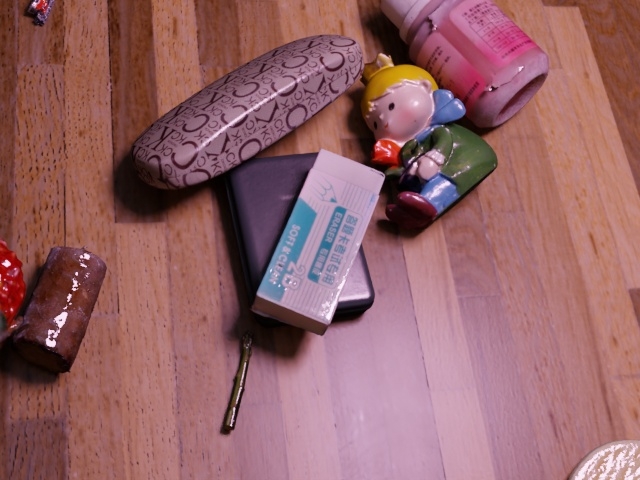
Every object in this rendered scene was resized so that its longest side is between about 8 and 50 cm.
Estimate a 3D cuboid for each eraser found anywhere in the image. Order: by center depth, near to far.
[{"bbox_3d":[0.000,0.000,1.127,0.095,0.052,0.225,22,61,1],"label":"eraser"}]

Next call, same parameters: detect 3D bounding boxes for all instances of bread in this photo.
[{"bbox_3d":[0.349,0.313,1.104,0.112,0.036,0.193,33,65,12],"label":"bread"}]

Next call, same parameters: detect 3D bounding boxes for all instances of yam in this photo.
[{"bbox_3d":[-0.303,0.078,1.069,0.079,0.079,0.141,16,60,-3],"label":"yam"}]

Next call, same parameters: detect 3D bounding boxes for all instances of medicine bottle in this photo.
[{"bbox_3d":[0.203,-0.288,1.324,0.147,0.147,0.247,-34,74,-25],"label":"medicine bottle"}]

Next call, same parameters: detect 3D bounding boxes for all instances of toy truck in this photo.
[{"bbox_3d":[-0.392,-0.343,1.299,0.032,0.024,0.083,30,53,-29],"label":"toy truck"}]

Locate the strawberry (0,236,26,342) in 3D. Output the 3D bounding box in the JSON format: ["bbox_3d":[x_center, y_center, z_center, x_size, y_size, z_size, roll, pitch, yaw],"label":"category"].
[{"bbox_3d":[-0.449,0.041,1.012,0.236,0.111,0.190,41,84,23],"label":"strawberry"}]

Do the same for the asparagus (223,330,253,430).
[{"bbox_3d":[-0.096,0.166,1.099,0.015,0.018,0.127,-10,54,29],"label":"asparagus"}]

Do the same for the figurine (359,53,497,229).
[{"bbox_3d":[0.113,-0.141,1.251,0.185,0.127,0.234,-39,86,-18],"label":"figurine"}]

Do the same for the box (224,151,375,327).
[{"bbox_3d":[-0.030,-0.006,1.183,0.160,0.050,0.230,-7,65,-15],"label":"box"}]

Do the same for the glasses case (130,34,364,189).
[{"bbox_3d":[-0.092,-0.177,1.215,0.354,0.085,0.137,-36,36,-26],"label":"glasses case"}]
